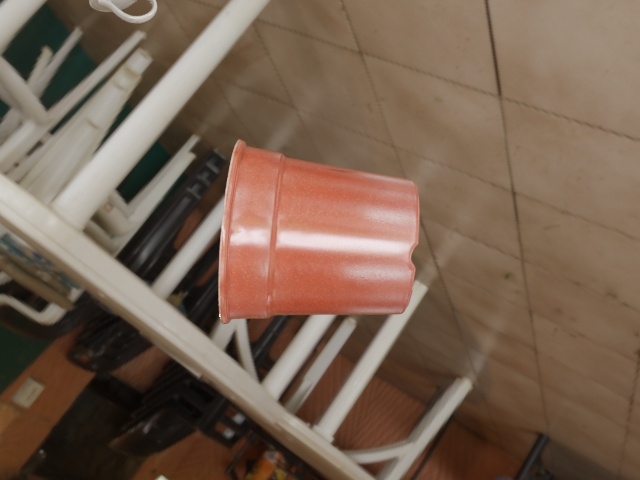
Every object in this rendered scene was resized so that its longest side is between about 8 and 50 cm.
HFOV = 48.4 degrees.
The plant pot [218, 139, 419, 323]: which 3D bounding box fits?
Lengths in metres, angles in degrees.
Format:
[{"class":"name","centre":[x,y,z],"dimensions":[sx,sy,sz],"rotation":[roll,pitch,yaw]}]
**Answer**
[{"class":"plant pot","centre":[0.000,0.000,1.051],"dimensions":[0.265,0.272,0.272],"rotation":[5,163,-1]}]

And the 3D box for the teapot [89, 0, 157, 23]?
[{"class":"teapot","centre":[-0.536,-0.738,1.926],"dimensions":[0.252,0.187,0.256],"rotation":[-126,36,-59]}]
